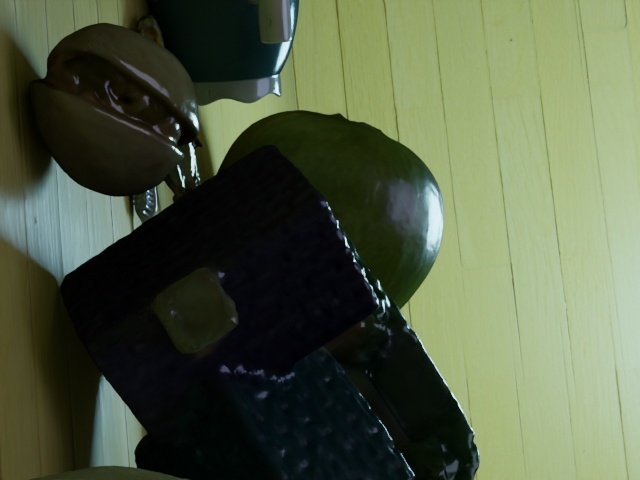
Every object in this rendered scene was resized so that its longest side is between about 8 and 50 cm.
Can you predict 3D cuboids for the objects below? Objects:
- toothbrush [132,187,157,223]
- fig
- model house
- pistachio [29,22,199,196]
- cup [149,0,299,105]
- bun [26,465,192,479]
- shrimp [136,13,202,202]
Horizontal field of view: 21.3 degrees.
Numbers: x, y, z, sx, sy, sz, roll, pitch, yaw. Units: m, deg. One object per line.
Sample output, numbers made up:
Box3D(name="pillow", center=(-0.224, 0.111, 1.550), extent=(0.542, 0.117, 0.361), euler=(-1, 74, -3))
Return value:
Box3D(name="toothbrush", center=(-0.153, 0.096, 1.569), extent=(0.029, 0.024, 0.354), euler=(40, 44, -76))
Box3D(name="fig", center=(0.000, 0.000, 2.117), extent=(0.316, 0.316, 0.316), euler=(-6, 90, -86))
Box3D(name="model house", center=(-0.034, 0.107, 1.278), extent=(0.312, 0.245, 0.280), euler=(58, -5, 13))
Box3D(name="pistachio", center=(-0.155, -0.097, 1.257), extent=(0.185, 0.124, 0.124), euler=(54, 30, -69))
Box3D(name="cup", center=(-0.099, -0.236, 1.816), extent=(0.300, 0.168, 0.173), euler=(-158, -119, -64))
Box3D(name="bun", center=(-0.063, 0.272, 0.849), extent=(0.365, 0.219, 0.365), euler=(-23, 90, -86))
Box3D(name="shrimp", center=(-0.153, -0.132, 1.742), extent=(0.150, 0.051, 0.217), euler=(-103, -179, -59))
